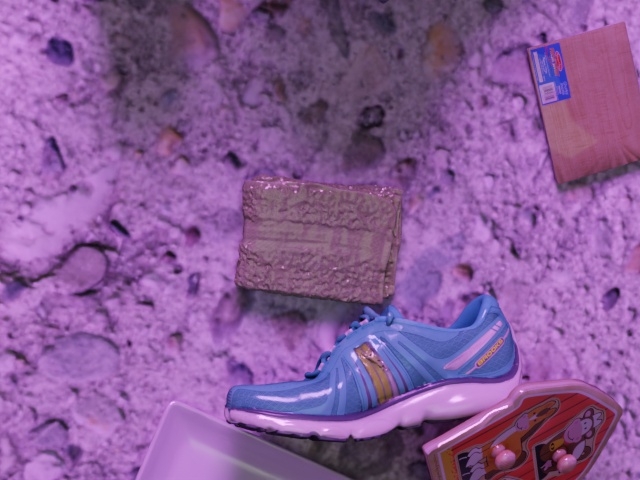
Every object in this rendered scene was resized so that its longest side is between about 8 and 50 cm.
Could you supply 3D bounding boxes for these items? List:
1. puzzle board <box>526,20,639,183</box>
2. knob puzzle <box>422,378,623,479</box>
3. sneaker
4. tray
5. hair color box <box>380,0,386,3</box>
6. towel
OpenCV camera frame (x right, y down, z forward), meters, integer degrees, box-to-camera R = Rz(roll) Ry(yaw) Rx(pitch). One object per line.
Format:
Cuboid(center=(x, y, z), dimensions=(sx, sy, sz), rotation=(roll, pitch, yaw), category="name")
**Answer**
Cuboid(center=(0.247, -0.126, 0.926), dimensions=(0.096, 0.011, 0.128), rotation=(-16, 100, -6), category="puzzle board")
Cuboid(center=(0.194, 0.200, 0.905), dimensions=(0.213, 0.030, 0.213), rotation=(-15, 127, -20), category="knob puzzle")
Cuboid(center=(0.045, 0.113, 0.888), dimensions=(0.275, 0.107, 0.110), rotation=(-10, 88, -18), category="sneaker")
Cuboid(center=(-0.044, 0.262, 0.899), dimensions=(0.270, 0.030, 0.145), rotation=(27, 68, -12), category="tray")
Cuboid(center=(0.139, -0.390, 0.819), dimensions=(0.374, 0.113, 0.185), rotation=(-43, 103, -1), category="hair color box")
Cuboid(center=(0.000, 0.000, 0.891), dimensions=(0.148, 0.027, 0.110), rotation=(5, 98, -12), category="towel")
